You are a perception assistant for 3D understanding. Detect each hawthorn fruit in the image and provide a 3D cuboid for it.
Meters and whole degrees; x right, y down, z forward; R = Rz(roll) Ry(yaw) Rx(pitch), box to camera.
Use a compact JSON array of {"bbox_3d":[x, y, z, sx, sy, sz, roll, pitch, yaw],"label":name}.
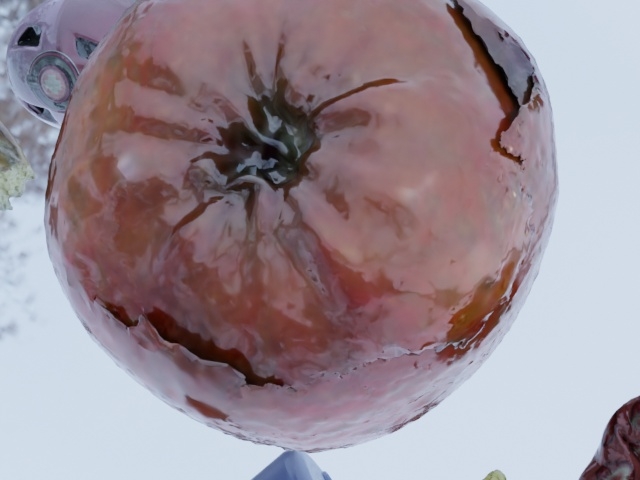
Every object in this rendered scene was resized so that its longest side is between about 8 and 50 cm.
[{"bbox_3d":[0.000,0.000,0.792,0.276,0.276,0.307,46,169,29],"label":"hawthorn fruit"}]

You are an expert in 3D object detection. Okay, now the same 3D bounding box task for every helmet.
[{"bbox_3d":[-0.308,-0.220,1.797,0.154,0.198,0.253,-16,-156,-30],"label":"helmet"}]

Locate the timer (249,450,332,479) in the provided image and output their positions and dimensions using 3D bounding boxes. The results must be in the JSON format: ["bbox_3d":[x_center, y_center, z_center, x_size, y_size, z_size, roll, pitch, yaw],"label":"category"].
[{"bbox_3d":[-0.116,0.466,1.746,0.270,0.383,0.270,58,-179,-2],"label":"timer"}]

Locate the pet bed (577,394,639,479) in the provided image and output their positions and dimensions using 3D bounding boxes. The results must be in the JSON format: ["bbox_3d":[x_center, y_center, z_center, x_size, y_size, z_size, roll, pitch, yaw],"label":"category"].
[{"bbox_3d":[0.221,0.165,0.743,0.201,0.201,0.053,47,-165,30],"label":"pet bed"}]

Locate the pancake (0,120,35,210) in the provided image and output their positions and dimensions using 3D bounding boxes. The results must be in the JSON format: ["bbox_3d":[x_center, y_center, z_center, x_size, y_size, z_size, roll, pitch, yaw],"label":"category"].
[{"bbox_3d":[-0.389,-0.105,1.242,0.266,0.057,0.244,47,-149,-7],"label":"pancake"}]

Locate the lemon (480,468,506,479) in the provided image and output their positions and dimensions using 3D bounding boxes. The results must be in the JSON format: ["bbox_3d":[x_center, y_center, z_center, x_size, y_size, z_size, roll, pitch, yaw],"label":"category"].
[{"bbox_3d":[0.133,0.237,1.114,0.082,0.111,0.082,17,171,3],"label":"lemon"}]
